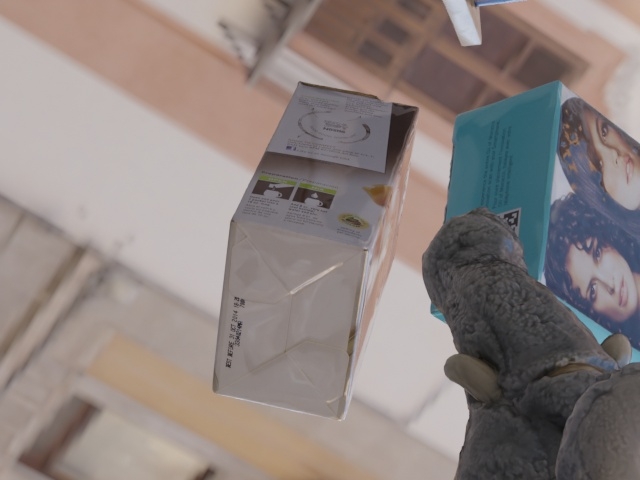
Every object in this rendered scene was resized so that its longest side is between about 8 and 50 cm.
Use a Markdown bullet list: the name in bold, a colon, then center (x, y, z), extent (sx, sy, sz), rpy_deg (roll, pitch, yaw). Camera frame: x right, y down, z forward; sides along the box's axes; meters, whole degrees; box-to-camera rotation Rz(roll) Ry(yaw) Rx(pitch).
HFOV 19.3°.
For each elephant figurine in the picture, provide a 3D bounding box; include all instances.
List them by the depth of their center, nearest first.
- **elephant figurine**: center (0.094, 0.103, 0.603), extent (0.186, 0.169, 0.239), rpy_deg (-58, -169, -7)

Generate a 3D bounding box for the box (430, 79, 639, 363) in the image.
- **box**: center (0.155, 0.032, 0.851), extent (0.060, 0.244, 0.100), rpy_deg (-18, -128, 42)

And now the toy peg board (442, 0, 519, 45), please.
- **toy peg board**: center (0.114, -0.226, 1.211), extent (0.160, 0.079, 0.161), rpy_deg (42, 44, -75)

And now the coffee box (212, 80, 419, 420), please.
- **coffee box**: center (0.000, 0.000, 1.357), extent (0.246, 0.098, 0.141), rpy_deg (-69, 169, -61)
